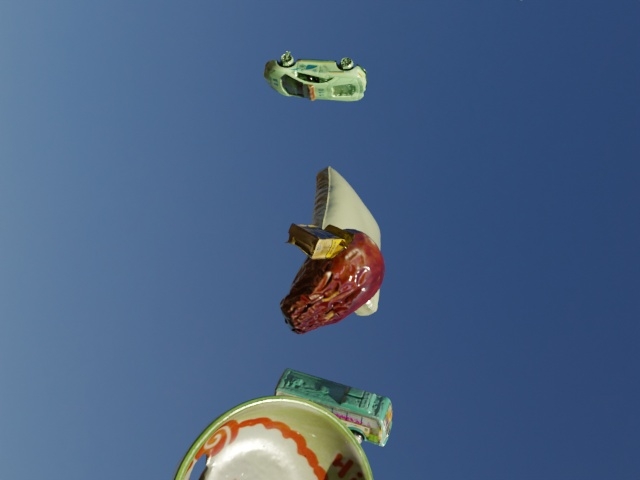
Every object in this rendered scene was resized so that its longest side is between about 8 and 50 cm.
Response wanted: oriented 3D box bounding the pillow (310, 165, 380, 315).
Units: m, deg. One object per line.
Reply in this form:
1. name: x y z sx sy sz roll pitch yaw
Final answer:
1. pillow: 0.058 -0.001 1.957 0.119 0.255 0.322 -23 -145 23

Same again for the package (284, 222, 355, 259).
1. package: 0.000 0.000 1.507 0.071 0.131 0.047 25 -76 29

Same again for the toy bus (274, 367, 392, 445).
1. toy bus: 0.027 0.362 1.783 0.261 0.091 0.109 13 -49 11

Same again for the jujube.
1. jujube: 0.018 0.084 1.628 0.168 0.236 0.168 49 -9 10

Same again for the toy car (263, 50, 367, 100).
1. toy car: -0.011 -0.279 1.456 0.093 0.186 0.058 83 13 -65

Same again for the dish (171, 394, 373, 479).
1. dish: -0.087 0.388 1.190 0.124 0.324 0.324 -18 -103 59
